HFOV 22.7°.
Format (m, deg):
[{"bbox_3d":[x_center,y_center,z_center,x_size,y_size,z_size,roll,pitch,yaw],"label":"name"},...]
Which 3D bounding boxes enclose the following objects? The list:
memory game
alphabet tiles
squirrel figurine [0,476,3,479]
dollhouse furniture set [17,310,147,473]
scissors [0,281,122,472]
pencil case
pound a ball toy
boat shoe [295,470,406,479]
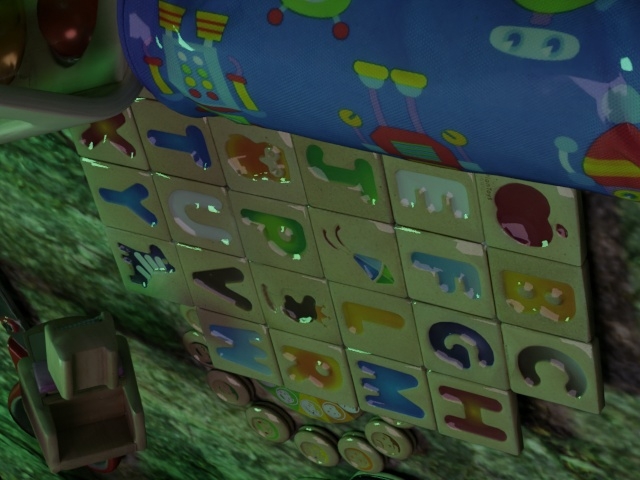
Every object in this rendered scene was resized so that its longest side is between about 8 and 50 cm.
[{"bbox_3d":[-0.015,0.093,1.071,0.186,0.012,0.186,22,142,18],"label":"memory game"},{"bbox_3d":[0.000,0.000,0.938,0.342,0.011,0.285,13,135,29],"label":"alphabet tiles"},{"bbox_3d":[-0.198,0.307,1.298,0.397,0.281,0.370,-19,113,32],"label":"squirrel figurine"},{"bbox_3d":[-0.276,0.007,1.013,0.303,0.286,0.198,94,158,-49],"label":"dollhouse furniture set"},{"bbox_3d":[-0.219,0.075,1.219,0.109,0.021,0.297,20,141,25],"label":"scissors"},{"bbox_3d":[0.059,-0.098,0.696,0.306,0.133,0.119,12,175,31],"label":"pencil case"},{"bbox_3d":[-0.180,-0.154,0.834,0.135,0.208,0.319,5,173,-36],"label":"pound a ball toy"},{"bbox_3d":[0.020,0.193,1.134,0.133,0.042,0.049,-13,121,45],"label":"boat shoe"}]
